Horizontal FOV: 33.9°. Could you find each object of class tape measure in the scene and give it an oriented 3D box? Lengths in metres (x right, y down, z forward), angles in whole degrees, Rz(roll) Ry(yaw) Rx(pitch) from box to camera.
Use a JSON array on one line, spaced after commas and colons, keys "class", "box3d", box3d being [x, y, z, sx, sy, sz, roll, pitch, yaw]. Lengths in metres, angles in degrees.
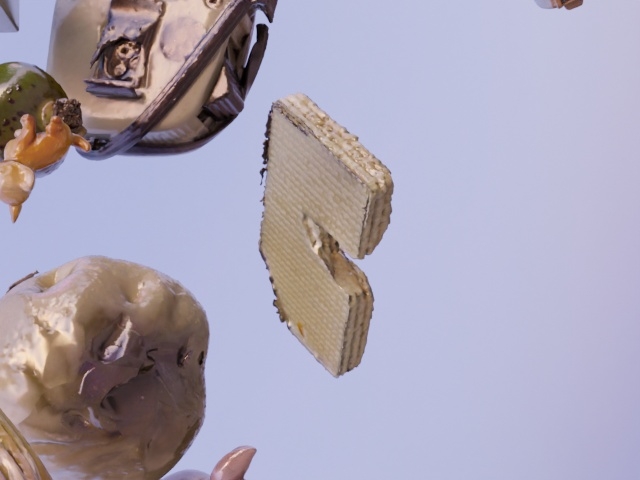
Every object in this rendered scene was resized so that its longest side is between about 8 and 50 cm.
[{"class": "tape measure", "box3d": [-0.189, -0.206, 1.256, 0.133, 0.271, 0.232, 55, -144, -73]}]

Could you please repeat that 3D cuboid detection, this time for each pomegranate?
[{"class": "pomegranate", "box3d": [-0.316, -0.124, 1.103, 0.130, 0.130, 0.130, -31, -55, -58]}]

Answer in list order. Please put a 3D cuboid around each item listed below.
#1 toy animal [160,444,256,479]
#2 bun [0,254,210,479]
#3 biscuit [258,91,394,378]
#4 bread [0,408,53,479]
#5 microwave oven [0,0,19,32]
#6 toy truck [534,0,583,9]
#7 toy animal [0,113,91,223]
[{"class": "toy animal", "box3d": [-0.155, 0.314, 1.230, 0.124, 0.212, 0.124, 29, -139, -29]}, {"class": "bun", "box3d": [-0.239, 0.150, 1.138, 0.272, 0.168, 0.273, -5, -80, -28]}, {"class": "biscuit", "box3d": [0.000, 0.000, 0.965, 0.046, 0.147, 0.250, -23, -40, -30]}, {"class": "bread", "box3d": [-0.337, 0.254, 0.798, 0.288, 0.156, 0.204, -34, -27, -19]}, {"class": "microwave oven", "box3d": [-0.461, -0.312, 1.132, 0.194, 0.240, 0.145, 111, 156, -83]}, {"class": "toy truck", "box3d": [0.260, -0.366, 1.262, 0.108, 0.140, 0.257, 54, -165, -33]}, {"class": "toy animal", "box3d": [-0.238, -0.059, 0.878, 0.081, 0.060, 0.083, 16, -118, -24]}]
